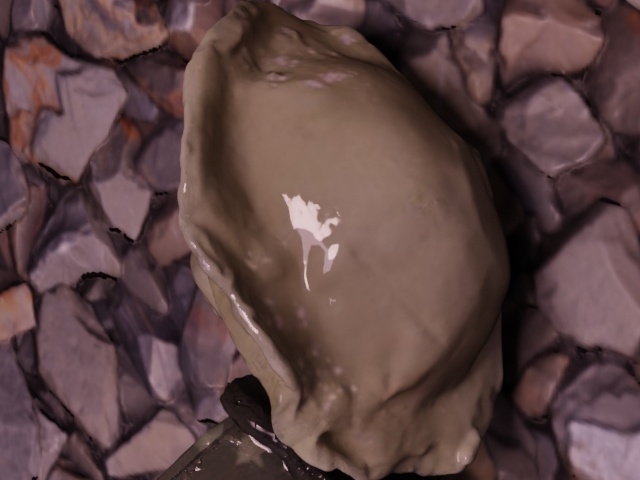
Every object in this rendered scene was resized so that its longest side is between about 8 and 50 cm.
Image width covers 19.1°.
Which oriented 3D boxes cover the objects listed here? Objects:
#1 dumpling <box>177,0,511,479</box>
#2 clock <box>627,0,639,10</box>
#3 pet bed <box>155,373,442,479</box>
[{"bbox_3d":[0.000,0.000,0.931,0.147,0.193,0.258,-24,82,39],"label":"dumpling"},{"bbox_3d":[0.204,-0.113,0.757,0.162,0.093,0.166,-42,57,24],"label":"clock"},{"bbox_3d":[0.020,0.178,0.971,0.159,0.183,0.211,-44,67,-3],"label":"pet bed"}]
